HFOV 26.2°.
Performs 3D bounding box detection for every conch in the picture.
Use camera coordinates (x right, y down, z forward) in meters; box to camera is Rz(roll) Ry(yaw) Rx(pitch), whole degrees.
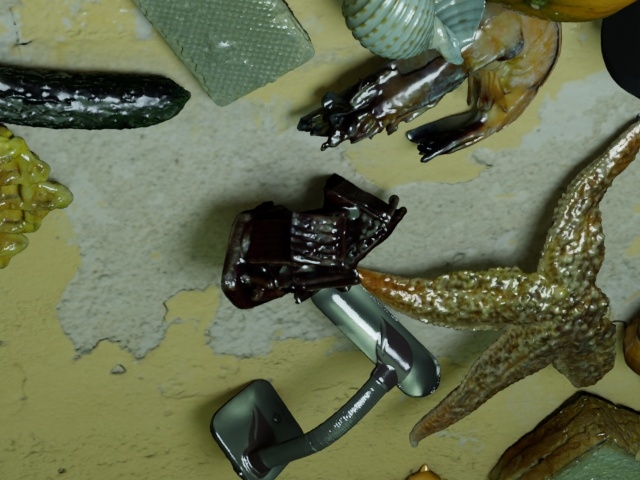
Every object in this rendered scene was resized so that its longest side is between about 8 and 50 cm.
[{"bbox_3d":[0.086,-0.239,1.326,0.153,0.102,0.135,20,102,-56],"label":"conch"},{"bbox_3d":[0.463,0.156,1.851,0.109,0.093,0.330,-12,156,9],"label":"conch"}]

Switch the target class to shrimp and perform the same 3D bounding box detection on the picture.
[{"bbox_3d":[0.126,-0.152,1.456,0.289,0.075,0.178,-34,137,1],"label":"shrimp"}]

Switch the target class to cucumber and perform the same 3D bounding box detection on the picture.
[{"bbox_3d":[-0.249,-0.140,1.361,0.245,0.067,0.067,5,133,-20],"label":"cucumber"}]

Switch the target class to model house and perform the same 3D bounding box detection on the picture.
[{"bbox_3d":[-0.001,0.010,1.499,0.164,0.203,0.141,1,106,22],"label":"model house"}]

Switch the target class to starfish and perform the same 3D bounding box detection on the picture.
[{"bbox_3d":[0.248,0.075,1.684,0.384,0.132,0.398,-16,133,8],"label":"starfish"}]

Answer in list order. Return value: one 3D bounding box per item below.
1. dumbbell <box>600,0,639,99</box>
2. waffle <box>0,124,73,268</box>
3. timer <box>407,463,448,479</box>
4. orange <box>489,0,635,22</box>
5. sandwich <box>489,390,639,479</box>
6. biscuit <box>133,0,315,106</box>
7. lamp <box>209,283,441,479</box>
[{"bbox_3d":[0.463,-0.185,1.411,0.322,0.204,0.204,22,126,-32],"label":"dumbbell"},{"bbox_3d":[-0.398,-0.040,1.426,0.238,0.059,0.243,-34,135,20],"label":"waffle"},{"bbox_3d":[0.124,0.395,1.990,0.132,0.132,0.152,34,94,-39],"label":"timer"},{"bbox_3d":[0.207,-0.289,1.220,0.240,0.240,0.171,25,80,-34],"label":"orange"},{"bbox_3d":[0.404,0.343,2.011,0.273,0.095,0.249,21,130,-33],"label":"sandwich"},{"bbox_3d":[-0.099,-0.222,1.335,0.121,0.040,0.199,-26,136,14],"label":"biscuit"},{"bbox_3d":[-0.026,0.170,1.680,0.283,0.124,0.203,-31,97,35],"label":"lamp"}]
